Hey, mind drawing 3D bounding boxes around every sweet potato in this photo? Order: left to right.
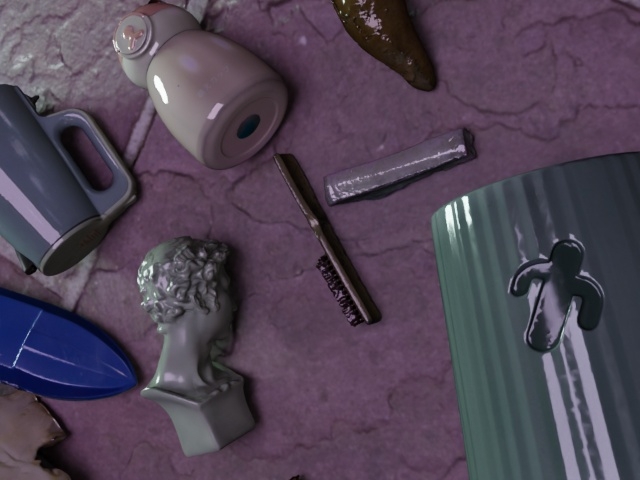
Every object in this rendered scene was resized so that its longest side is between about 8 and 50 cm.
[{"bbox_3d":[0.068,-0.332,1.478,0.124,0.098,0.310,-1,94,19],"label":"sweet potato"}]

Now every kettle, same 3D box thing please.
[{"bbox_3d":[-0.386,-0.092,1.695,0.210,0.160,0.243,-42,80,-9],"label":"kettle"}]

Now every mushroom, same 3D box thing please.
[{"bbox_3d":[-0.464,0.304,1.746,0.286,0.156,0.151,46,135,23],"label":"mushroom"}]

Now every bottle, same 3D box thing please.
[{"bbox_3d":[-0.167,-0.213,1.567,0.236,0.147,0.147,43,108,22],"label":"bottle"}]

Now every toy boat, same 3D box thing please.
[{"bbox_3d":[-0.384,0.154,1.713,0.295,0.088,0.129,17,69,16],"label":"toy boat"}]

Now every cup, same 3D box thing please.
[{"bbox_3d":[0.320,0.128,1.291,0.310,0.400,0.392,-28,71,58],"label":"cup"}]

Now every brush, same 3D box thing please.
[{"bbox_3d":[0.000,0.000,1.545,0.036,0.043,0.248,-32,78,17],"label":"brush"}]

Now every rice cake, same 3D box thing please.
[{"bbox_3d":[0.091,-0.088,1.504,0.206,0.036,0.047,-20,70,26],"label":"rice cake"}]

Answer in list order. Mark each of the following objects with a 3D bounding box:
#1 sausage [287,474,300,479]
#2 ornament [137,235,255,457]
[{"bbox_3d":[0.004,0.361,1.550,0.048,0.050,0.145,-39,69,-21],"label":"sausage"},{"bbox_3d":[-0.169,0.137,1.586,0.120,0.130,0.285,-4,90,39],"label":"ornament"}]
